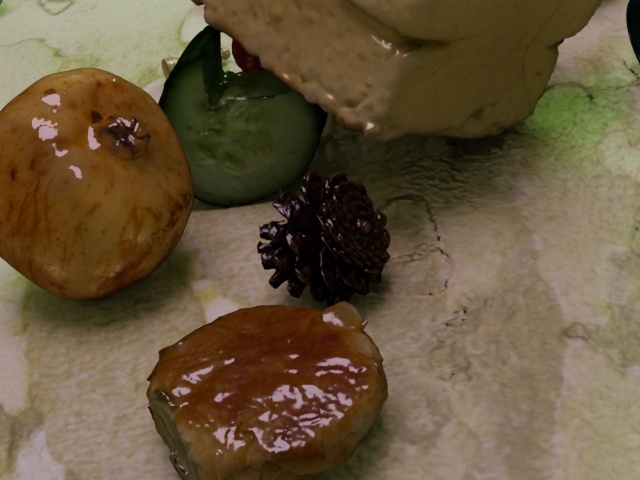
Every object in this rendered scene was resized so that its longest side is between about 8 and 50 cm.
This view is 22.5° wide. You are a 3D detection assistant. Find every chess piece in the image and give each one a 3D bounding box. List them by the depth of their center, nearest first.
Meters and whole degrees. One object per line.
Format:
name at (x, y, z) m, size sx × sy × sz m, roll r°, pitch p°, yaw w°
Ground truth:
chess piece at (-0.163, -0.238, 2.141) m, size 0.092 × 0.035 × 0.035 m, roll -20°, pitch 31°, yaw -19°

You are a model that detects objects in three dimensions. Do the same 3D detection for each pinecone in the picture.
pinecone at (0.000, 0.001, 1.599) m, size 0.121 × 0.140 × 0.140 m, roll -31°, pitch 22°, yaw 27°

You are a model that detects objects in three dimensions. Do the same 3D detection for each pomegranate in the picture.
pomegranate at (-0.245, -0.060, 1.682) m, size 0.248 × 0.248 × 0.248 m, roll -9°, pitch 31°, yaw 6°

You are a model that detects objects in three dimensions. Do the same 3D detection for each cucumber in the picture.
cucumber at (-0.090, -0.135, 1.823) m, size 0.191 × 0.191 × 0.130 m, roll -3°, pitch 33°, yaw 15°

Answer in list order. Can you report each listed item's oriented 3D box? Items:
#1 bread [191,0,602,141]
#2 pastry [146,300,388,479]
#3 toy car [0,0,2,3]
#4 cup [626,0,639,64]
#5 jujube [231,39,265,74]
bread at (0.076, -0.303, 1.778) m, size 0.371 × 0.279 × 0.390 m, roll 37°, pitch 24°, yaw 28°
pastry at (-0.053, 0.142, 1.410) m, size 0.229 × 0.100 × 0.218 m, roll 10°, pitch 41°, yaw 25°
toy car at (-0.536, -0.388, 2.470) m, size 0.112 × 0.112 × 0.139 m, roll 24°, pitch 35°, yaw 24°
cup at (0.439, -0.246, 1.886) m, size 0.138 × 0.150 × 0.113 m, roll -20°, pitch 66°, yaw -9°
jujube at (-0.047, -0.267, 2.075) m, size 0.112 × 0.109 × 0.176 m, roll 26°, pitch 33°, yaw -2°
